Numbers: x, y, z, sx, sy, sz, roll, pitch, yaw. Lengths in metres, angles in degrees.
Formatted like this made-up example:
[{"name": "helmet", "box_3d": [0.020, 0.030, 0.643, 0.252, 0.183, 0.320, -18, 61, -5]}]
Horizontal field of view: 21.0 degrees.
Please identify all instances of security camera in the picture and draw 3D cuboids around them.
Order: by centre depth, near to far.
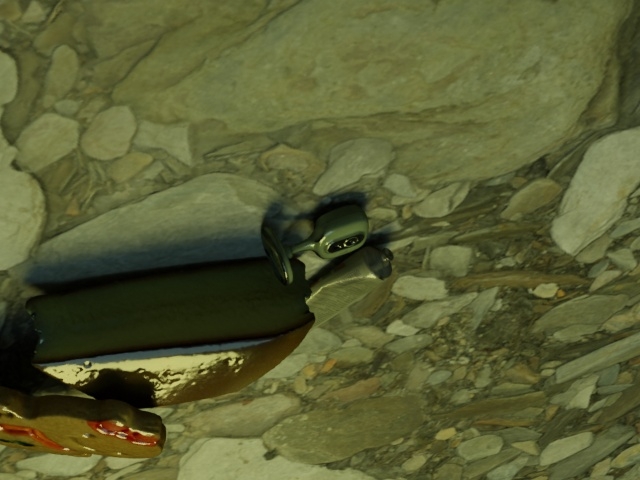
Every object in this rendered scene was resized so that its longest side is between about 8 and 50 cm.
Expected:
[{"name": "security camera", "box_3d": [0.000, 0.000, 1.512, 0.092, 0.058, 0.058, -21, 146, -12]}]

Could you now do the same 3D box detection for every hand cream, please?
[{"name": "hand cream", "box_3d": [0.007, 0.053, 1.607, 0.057, 0.037, 0.165, 17, 139, -41]}]

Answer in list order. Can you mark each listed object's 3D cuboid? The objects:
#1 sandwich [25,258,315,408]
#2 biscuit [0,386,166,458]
[{"name": "sandwich", "box_3d": [-0.131, 0.084, 1.524, 0.258, 0.094, 0.096, -7, 139, -15]}, {"name": "biscuit", "box_3d": [-0.234, 0.169, 1.546, 0.225, 0.036, 0.166, 2, 158, 23]}]
